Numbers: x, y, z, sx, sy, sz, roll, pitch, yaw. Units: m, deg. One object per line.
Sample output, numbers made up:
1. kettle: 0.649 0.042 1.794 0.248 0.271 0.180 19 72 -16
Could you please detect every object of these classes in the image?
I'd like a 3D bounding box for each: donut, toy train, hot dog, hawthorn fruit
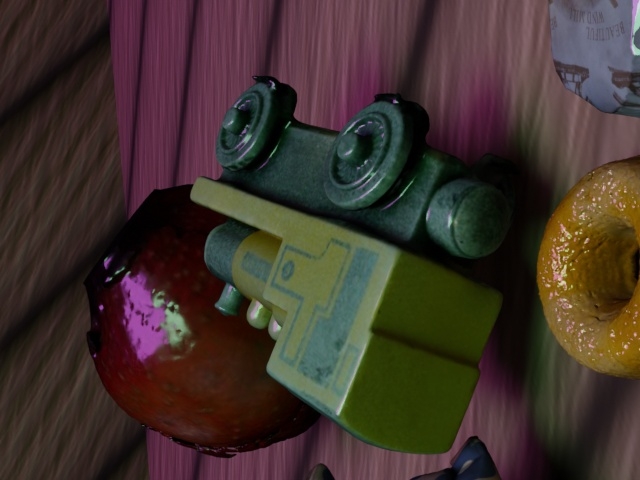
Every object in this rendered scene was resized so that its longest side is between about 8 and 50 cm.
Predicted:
1. donut: 0.190 0.019 0.586 0.152 0.058 0.151 178 90 -67
2. toy train: 0.000 0.000 0.798 0.369 0.150 0.237 22 89 57
3. hot dog: 0.182 -0.199 0.544 0.162 0.082 0.270 -133 36 -71
4. hawthorn fruit: -0.120 0.079 1.046 0.316 0.316 0.315 177 90 -69

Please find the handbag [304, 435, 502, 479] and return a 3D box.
1. handbag: 0.072 0.283 0.684 0.193 0.190 0.251 -86 -16 -59
